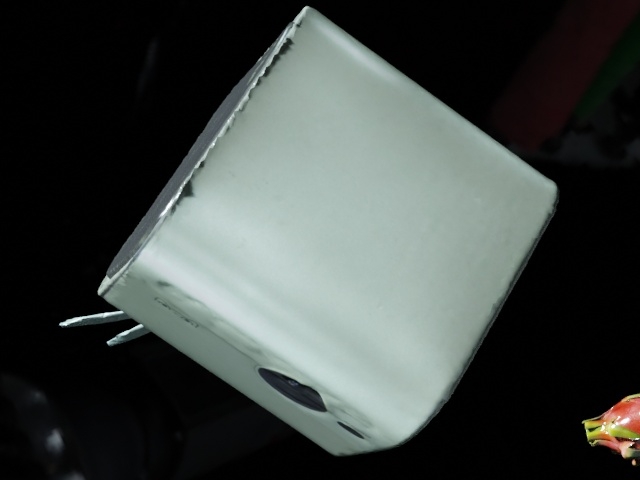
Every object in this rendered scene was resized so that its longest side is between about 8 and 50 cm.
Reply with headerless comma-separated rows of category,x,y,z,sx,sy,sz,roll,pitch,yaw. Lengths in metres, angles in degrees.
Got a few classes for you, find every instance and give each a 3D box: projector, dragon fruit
projector,0.000,0.000,1.036,0.248,0.249,0.248,-58,8,-19
dragon fruit,0.369,0.223,1.533,0.116,0.081,0.086,-10,-19,20

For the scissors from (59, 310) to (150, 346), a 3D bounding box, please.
scissors,-0.132,0.065,1.280,0.247,0.017,0.144,-15,-27,24
